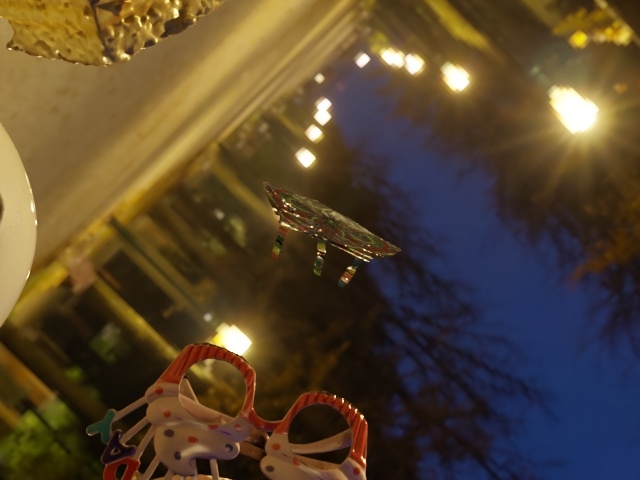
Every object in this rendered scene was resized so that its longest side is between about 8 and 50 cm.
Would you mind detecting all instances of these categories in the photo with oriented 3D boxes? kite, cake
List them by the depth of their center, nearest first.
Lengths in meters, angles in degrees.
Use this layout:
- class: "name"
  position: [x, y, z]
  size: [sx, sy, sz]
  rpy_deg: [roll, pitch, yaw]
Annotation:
- class: "kite"
  position: [0.000, 0.000, 1.554]
  size: [0.015, 0.152, 0.285]
  rpy_deg: [-62, 180, -15]
- class: "cake"
  position: [-0.259, -0.370, 1.641]
  size: [0.227, 0.286, 0.222]
  rpy_deg: [14, -141, 41]

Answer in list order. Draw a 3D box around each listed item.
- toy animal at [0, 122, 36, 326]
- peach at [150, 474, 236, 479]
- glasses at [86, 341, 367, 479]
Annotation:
- class: "toy animal"
  position: [-0.241, -0.003, 0.771]
  size: [0.187, 0.165, 0.235]
  rpy_deg: [-44, -168, -8]
- class: "peach"
  position: [-0.108, 0.357, 1.341]
  size: [0.332, 0.307, 0.308]
  rpy_deg: [-1, 151, -41]
- class: "glasses"
  position: [-0.075, 0.194, 1.263]
  size: [0.095, 0.255, 0.162]
  rpy_deg: [116, -5, -64]
